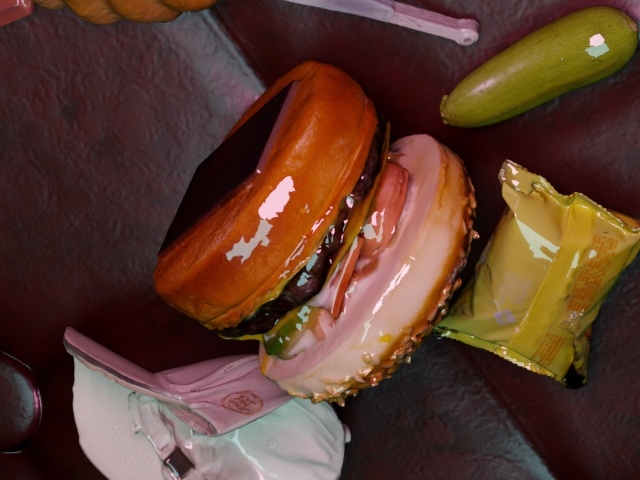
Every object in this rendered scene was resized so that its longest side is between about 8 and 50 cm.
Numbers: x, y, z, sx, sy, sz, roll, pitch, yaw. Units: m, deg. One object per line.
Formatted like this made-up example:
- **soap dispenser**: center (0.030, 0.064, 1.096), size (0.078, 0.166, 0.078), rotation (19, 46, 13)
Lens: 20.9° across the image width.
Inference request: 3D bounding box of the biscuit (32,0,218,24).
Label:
- **biscuit**: center (-0.187, -0.327, 1.506), size (0.325, 0.107, 0.326), rotation (4, 122, 6)

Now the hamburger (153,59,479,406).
- **hamburger**: center (0.000, 0.000, 1.555), size (0.225, 0.291, 0.291), rotation (35, 121, -19)

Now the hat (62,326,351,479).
- **hat**: center (-0.129, 0.174, 1.781), size (0.301, 0.168, 0.258), rotation (30, 142, 21)

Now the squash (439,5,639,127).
- **squash**: center (0.192, -0.151, 1.550), size (0.201, 0.066, 0.066), rotation (-24, 113, 31)

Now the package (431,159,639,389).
- **package**: center (0.213, 0.034, 1.637), size (0.168, 0.090, 0.226), rotation (20, 125, -4)

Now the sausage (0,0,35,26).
- **sausage**: center (-0.331, -0.206, 1.642), size (0.147, 0.035, 0.030), rotation (-20, 111, 20)

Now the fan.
- **fan**: center (0.010, -0.212, 1.524), size (0.282, 0.023, 0.057), rotation (15, 126, -19)
